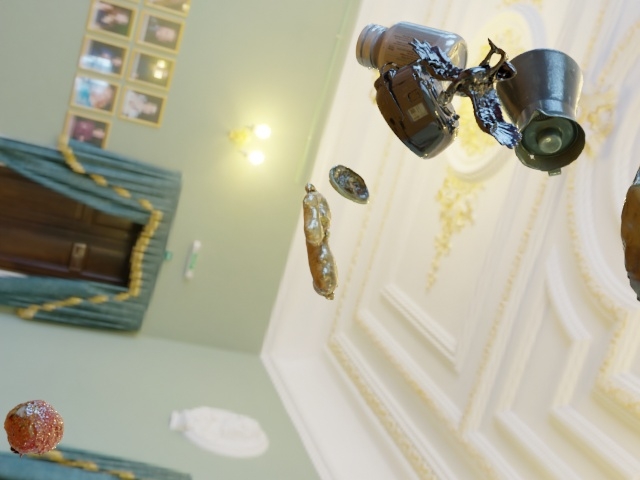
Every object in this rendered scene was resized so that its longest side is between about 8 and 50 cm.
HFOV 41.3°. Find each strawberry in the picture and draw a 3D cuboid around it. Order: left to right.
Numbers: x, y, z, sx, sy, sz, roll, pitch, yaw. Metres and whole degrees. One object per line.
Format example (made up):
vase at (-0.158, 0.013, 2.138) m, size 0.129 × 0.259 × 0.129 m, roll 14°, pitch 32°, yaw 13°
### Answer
strawberry at (-0.493, 0.320, 1.463) m, size 0.106 × 0.106 × 0.106 m, roll -167°, pitch -90°, yaw -71°

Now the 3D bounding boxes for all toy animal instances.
toy animal at (0.195, -0.202, 1.077) m, size 0.108 × 0.062 × 0.220 m, roll -41°, pitch -120°, yaw 4°

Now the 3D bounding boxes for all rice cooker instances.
rice cooker at (0.186, -0.258, 1.641) m, size 0.118 × 0.203 × 0.142 m, roll -28°, pitch -169°, yaw 28°

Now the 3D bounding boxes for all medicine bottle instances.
medicine bottle at (0.185, -0.383, 1.767) m, size 0.215 × 0.135 × 0.135 m, roll 22°, pitch -78°, yaw 29°

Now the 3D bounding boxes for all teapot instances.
teapot at (0.437, -0.242, 1.655) m, size 0.225 × 0.171 × 0.203 m, roll -84°, pitch 156°, yaw -45°

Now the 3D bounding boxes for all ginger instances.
ginger at (0.000, 0.000, 1.399) m, size 0.193 × 0.052 × 0.176 m, roll 82°, pitch 5°, yaw -74°

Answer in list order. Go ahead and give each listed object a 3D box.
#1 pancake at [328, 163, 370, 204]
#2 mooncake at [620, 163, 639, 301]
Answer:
pancake at (0.057, -0.114, 1.696) m, size 0.017 × 0.108 × 0.108 m, roll -45°, pitch -146°, yaw 32°
mooncake at (0.611, -0.004, 1.102) m, size 0.246 × 0.393 × 0.394 m, roll -45°, pitch 179°, yaw -40°
